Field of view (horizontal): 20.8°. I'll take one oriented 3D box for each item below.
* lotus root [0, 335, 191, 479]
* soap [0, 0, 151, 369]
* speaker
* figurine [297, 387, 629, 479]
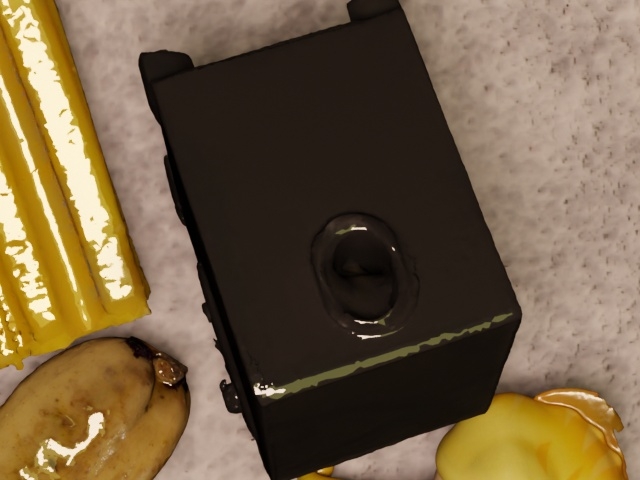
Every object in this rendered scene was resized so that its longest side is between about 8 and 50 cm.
[{"bbox_3d":[-0.184,0.157,1.240,0.221,0.118,0.125,-45,110,-2],"label":"lotus root"},{"bbox_3d":[-0.256,-0.067,1.221,0.204,0.096,0.324,-18,98,-4],"label":"soap"},{"bbox_3d":[0.000,0.000,1.157,0.184,0.232,0.254,-17,71,-6],"label":"speaker"},{"bbox_3d":[0.105,0.183,1.269,0.246,0.156,0.131,-16,98,9],"label":"figurine"}]
